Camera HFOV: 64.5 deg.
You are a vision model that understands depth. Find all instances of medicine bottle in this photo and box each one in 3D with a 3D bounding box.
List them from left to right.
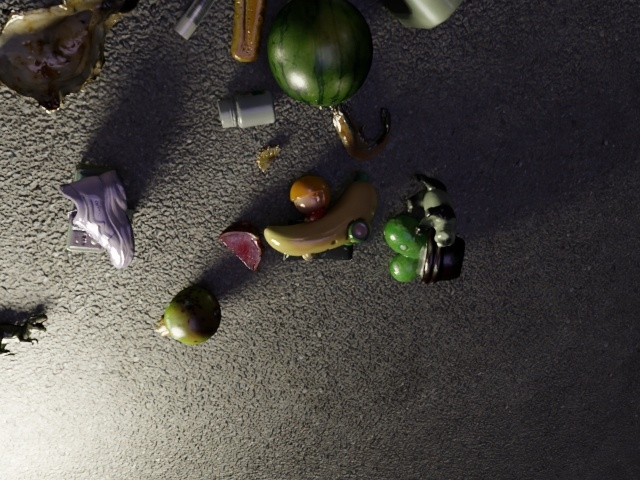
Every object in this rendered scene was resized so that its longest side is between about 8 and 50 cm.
[{"bbox_3d":[-0.179,-0.316,1.229,0.130,0.080,0.080,-12,117,-11],"label":"medicine bottle"}]

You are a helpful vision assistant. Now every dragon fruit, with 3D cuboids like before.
[{"bbox_3d":[-0.190,0.002,1.367,0.096,0.102,0.147,-42,114,2],"label":"dragon fruit"}]

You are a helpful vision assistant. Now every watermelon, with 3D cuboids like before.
[{"bbox_3d":[-0.001,-0.426,1.146,0.242,0.242,0.242,-7,116,-14],"label":"watermelon"}]

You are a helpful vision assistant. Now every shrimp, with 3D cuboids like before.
[{"bbox_3d":[0.111,-0.313,1.337,0.152,0.046,0.219,-35,123,2],"label":"shrimp"}]

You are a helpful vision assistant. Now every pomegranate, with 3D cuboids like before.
[{"bbox_3d":[-0.364,0.210,1.389,0.205,0.159,0.159,-22,122,22],"label":"pomegranate"}]

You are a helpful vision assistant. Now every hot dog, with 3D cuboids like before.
[{"bbox_3d":[-0.158,-0.550,1.138,0.088,0.061,0.286,8,113,-16],"label":"hot dog"}]

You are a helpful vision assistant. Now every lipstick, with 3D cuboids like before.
[{"bbox_3d":[-0.272,-0.516,1.131,0.040,0.040,0.141,35,100,-27],"label":"lipstick"}]

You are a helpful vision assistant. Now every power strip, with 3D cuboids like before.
[{"bbox_3d":[-0.538,-0.074,1.251,0.145,0.061,0.215,8,112,-27],"label":"power strip"}]

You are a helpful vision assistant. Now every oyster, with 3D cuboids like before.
[{"bbox_3d":[-0.522,-0.434,1.042,0.198,0.133,0.337,39,96,-26],"label":"oyster"}]

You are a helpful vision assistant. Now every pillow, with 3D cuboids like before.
[{"bbox_3d":[0.000,0.000,1.447,0.208,0.055,0.141,0,121,-15],"label":"pillow"}]

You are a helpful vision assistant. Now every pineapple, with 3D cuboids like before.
[{"bbox_3d":[-0.140,-0.220,1.320,0.045,0.019,0.083,35,103,-30],"label":"pineapple"}]

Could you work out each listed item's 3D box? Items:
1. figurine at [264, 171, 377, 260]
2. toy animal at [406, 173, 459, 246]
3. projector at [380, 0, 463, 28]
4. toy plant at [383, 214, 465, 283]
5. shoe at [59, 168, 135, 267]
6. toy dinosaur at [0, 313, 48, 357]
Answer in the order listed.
[{"bbox_3d":[0.002,-0.074,1.346,0.325,0.124,0.222,-19,92,-13],"label":"figurine"},{"bbox_3d":[0.322,-0.080,1.426,0.121,0.225,0.094,9,137,-20],"label":"toy animal"},{"bbox_3d":[0.211,-0.647,1.099,0.249,0.248,0.248,35,101,-27],"label":"projector"},{"bbox_3d":[0.301,0.033,1.498,0.235,0.175,0.218,6,121,8],"label":"toy plant"},{"bbox_3d":[-0.517,-0.041,1.189,0.138,0.095,0.245,-10,116,-21],"label":"shoe"},{"bbox_3d":[-0.814,0.208,1.315,0.187,0.087,0.179,-18,82,-25],"label":"toy dinosaur"}]
